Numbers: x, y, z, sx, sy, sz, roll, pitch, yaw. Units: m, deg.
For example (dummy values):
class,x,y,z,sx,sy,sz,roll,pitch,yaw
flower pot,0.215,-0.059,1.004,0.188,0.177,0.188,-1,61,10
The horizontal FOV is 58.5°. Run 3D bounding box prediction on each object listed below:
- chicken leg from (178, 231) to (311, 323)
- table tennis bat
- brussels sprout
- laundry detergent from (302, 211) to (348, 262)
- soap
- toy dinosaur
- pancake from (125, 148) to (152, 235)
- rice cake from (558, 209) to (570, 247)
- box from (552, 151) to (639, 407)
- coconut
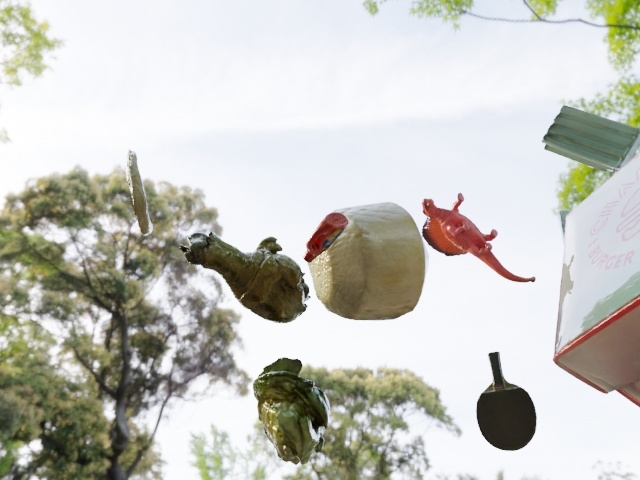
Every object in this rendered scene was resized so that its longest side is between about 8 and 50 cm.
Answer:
class,x,y,z,sx,sy,sz,roll,pitch,yaw
chicken leg,-0.095,0.043,0.814,0.103,0.088,0.227,-42,-56,11
table tennis bat,0.295,0.258,0.925,0.095,0.158,0.014,-19,-34,27
brussels sprout,-0.047,0.270,0.891,0.139,0.100,0.181,29,-34,39
laundry detergent,0.000,0.000,1.442,0.097,0.049,0.165,-12,-31,-46
soap,0.661,-0.245,1.398,0.198,0.115,0.063,32,0,35
toy dinosaur,0.298,0.017,1.181,0.286,0.070,0.139,42,-41,-12
pancake,-0.285,-0.072,0.893,0.022,0.139,0.139,-13,-41,-16
rice cake,0.649,-0.007,1.496,0.033,0.208,0.033,-10,-52,23
box,0.496,0.038,0.653,0.300,0.312,0.314,35,-48,-1
coconut,0.172,0.070,1.848,0.415,0.415,0.344,23,-23,-16
